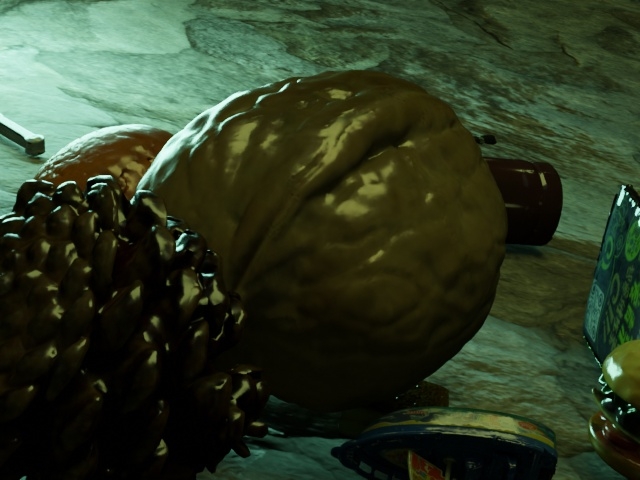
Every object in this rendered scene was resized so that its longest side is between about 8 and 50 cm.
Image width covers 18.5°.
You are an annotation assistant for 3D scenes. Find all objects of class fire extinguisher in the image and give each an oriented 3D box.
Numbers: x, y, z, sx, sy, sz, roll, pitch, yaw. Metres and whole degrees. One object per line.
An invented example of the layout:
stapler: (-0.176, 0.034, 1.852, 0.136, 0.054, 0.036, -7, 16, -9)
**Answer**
fire extinguisher: (0.095, -0.068, 2.167, 0.341, 0.105, 0.141, 6, 56, -21)

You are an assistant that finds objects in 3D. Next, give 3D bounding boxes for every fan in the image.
fan: (-0.401, -0.149, 2.241, 0.057, 0.023, 0.282, -2, 21, -41)

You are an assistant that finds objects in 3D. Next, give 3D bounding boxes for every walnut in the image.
walnut: (-0.001, 0.002, 1.584, 0.277, 0.252, 0.313, 56, 41, -2)

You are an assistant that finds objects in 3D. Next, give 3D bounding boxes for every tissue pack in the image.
tissue pack: (0.314, 0.062, 1.836, 0.073, 0.173, 0.235, 8, 18, -10)

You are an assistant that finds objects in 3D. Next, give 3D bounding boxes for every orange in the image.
orange: (-0.173, -0.008, 1.717, 0.161, 0.193, 0.193, -10, 2, 36)

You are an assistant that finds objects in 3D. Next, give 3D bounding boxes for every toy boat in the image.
toy boat: (0.093, 0.182, 1.496, 0.175, 0.091, 0.110, 9, 45, 1)

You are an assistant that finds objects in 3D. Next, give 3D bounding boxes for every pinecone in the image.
pinecone: (-0.158, 0.091, 1.365, 0.257, 0.243, 0.243, 52, 13, -13)

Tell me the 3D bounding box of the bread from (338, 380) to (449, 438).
bread: (0.062, 0.143, 1.644, 0.090, 0.035, 0.094, 13, 18, 2)

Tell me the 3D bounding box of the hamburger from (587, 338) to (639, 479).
hamburger: (0.305, 0.149, 1.658, 0.162, 0.115, 0.162, 12, 20, -5)
